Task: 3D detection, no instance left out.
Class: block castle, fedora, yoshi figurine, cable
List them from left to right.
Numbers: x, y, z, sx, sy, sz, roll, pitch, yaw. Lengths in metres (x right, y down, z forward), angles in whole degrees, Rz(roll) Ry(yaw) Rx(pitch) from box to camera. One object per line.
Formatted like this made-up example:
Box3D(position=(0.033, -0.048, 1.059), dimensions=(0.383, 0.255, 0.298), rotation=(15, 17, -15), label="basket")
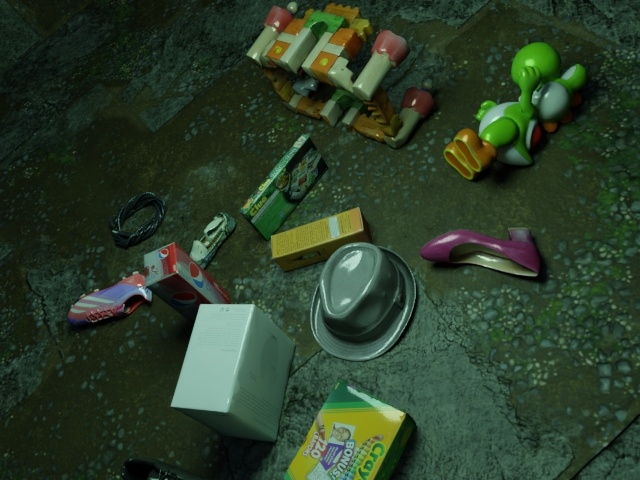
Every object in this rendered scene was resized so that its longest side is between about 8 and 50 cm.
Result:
Box3D(position=(-0.528, -0.062, 1.820), dimensions=(0.185, 0.047, 0.150), rotation=(-25, 53, 7), label="cable")
Box3D(position=(0.055, -0.447, 1.642), dimensions=(0.453, 0.303, 0.212), rotation=(27, 80, 35), label="block castle")
Box3D(position=(0.077, 0.112, 1.382), dimensions=(0.244, 0.124, 0.275), rotation=(15, 67, 32), label="fedora")
Box3D(position=(0.440, -0.319, 1.453), dimensions=(0.362, 0.203, 0.203), rotation=(-39, 45, -6), label="yoshi figurine")

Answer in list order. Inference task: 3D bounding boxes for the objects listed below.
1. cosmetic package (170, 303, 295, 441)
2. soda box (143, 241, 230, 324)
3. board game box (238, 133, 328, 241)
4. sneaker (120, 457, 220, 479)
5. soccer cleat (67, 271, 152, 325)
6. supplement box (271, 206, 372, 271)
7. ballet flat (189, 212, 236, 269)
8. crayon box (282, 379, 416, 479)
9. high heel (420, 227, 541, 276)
Box3D(position=(-0.174, 0.280, 1.325), dimensions=(0.138, 0.224, 0.224), rotation=(-3, 58, 23), label="cosmetic package")
Box3D(position=(-0.301, 0.116, 1.463), dimensions=(0.084, 0.263, 0.092), rotation=(-23, 53, 10), label="soda box")
Box3D(position=(-0.090, -0.133, 1.609), dimensions=(0.030, 0.136, 0.259), rotation=(30, 75, 34), label="board game box")
Box3D(position=(-0.293, 0.517, 1.290), dimensions=(0.287, 0.130, 0.109), rotation=(5, 60, 26), label="sneaker")
Box3D(position=(-0.559, 0.173, 1.667), dimensions=(0.248, 0.083, 0.095), rotation=(-28, 57, 3), label="soccer cleat")
Box3D(position=(0.000, 0.000, 1.519), dimensions=(0.234, 0.078, 0.080), rotation=(-19, 54, 12), label="supplement box")
Box3D(position=(-0.300, 0.003, 1.663), dimensions=(0.070, 0.070, 0.188), rotation=(23, 71, 34), label="ballet flat")
Box3D(position=(0.046, 0.433, 1.217), dimensions=(0.165, 0.081, 0.278), rotation=(19, 69, 33), label="crayon box")
Box3D(position=(0.337, 0.040, 1.338), dimensions=(0.244, 0.082, 0.117), rotation=(-4, 47, 7), label="high heel")
